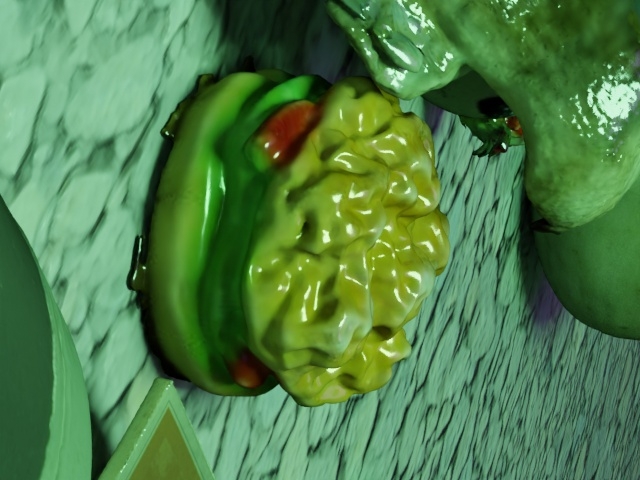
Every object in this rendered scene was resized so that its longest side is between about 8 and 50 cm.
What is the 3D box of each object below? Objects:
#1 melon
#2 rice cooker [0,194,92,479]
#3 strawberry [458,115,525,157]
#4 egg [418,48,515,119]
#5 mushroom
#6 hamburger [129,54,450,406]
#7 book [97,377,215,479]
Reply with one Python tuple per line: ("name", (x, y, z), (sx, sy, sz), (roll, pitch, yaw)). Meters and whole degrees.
("melon", (0.347, -0.044, 1.700), (0.272, 0.272, 0.308), (-59, 173, -41))
("rice cooker", (-0.209, 0.026, 0.370), (0.277, 0.288, 0.288), (74, 34, -47))
("strawberry", (0.162, -0.160, 1.347), (0.085, 0.140, 0.192), (12, 50, -30))
("egg", (0.124, -0.203, 1.202), (0.177, 0.177, 0.228), (23, 62, -67))
("mushroom", (0.107, -0.171, 1.000), (0.344, 0.130, 0.247), (55, 45, -3))
("hamburger", (0.000, 0.000, 1.023), (0.237, 0.149, 0.237), (8, 90, -67))
("book", (-0.096, 0.217, 0.938), (0.241, 0.018, 0.170), (75, 34, -45))
